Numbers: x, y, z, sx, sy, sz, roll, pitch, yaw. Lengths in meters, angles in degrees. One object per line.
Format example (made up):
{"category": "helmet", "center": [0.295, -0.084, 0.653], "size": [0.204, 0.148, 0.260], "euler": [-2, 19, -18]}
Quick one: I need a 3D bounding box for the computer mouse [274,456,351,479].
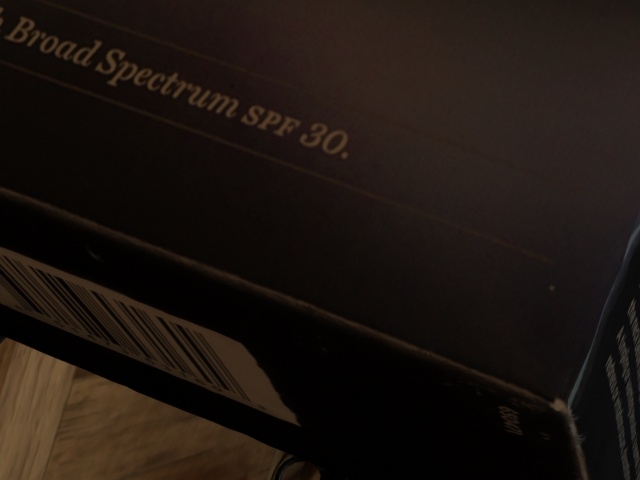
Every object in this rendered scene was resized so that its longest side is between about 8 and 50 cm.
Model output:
{"category": "computer mouse", "center": [0.044, 0.071, 1.228], "size": [0.188, 0.072, 0.272], "euler": [-44, 150, -50]}

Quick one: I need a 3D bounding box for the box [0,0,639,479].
{"category": "box", "center": [-0.003, -0.107, 0.542], "size": [0.294, 0.296, 0.183], "euler": [-65, 161, -16]}

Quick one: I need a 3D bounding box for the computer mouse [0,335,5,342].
{"category": "computer mouse", "center": [-0.167, 0.047, 0.651], "size": [0.106, 0.042, 0.193], "euler": [-64, 167, -2]}
